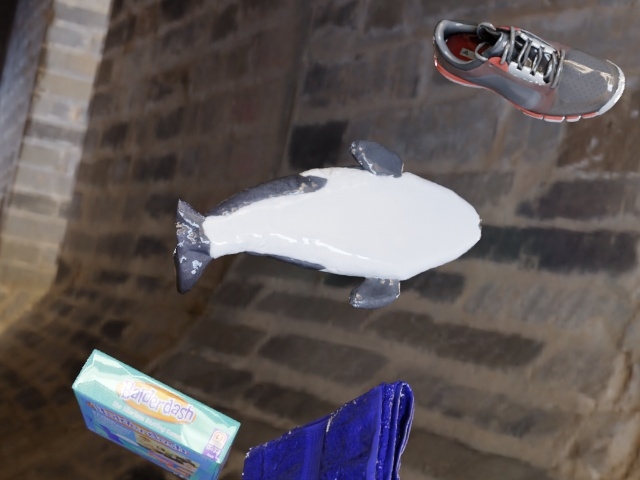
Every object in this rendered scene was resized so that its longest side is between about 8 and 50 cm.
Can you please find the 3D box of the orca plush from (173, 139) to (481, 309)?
[{"bbox_3d":[0.000,0.000,0.971,0.287,0.151,0.102,-18,179,-19],"label":"orca plush"}]

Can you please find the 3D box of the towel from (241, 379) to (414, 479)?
[{"bbox_3d":[-0.009,0.328,1.424,0.076,0.228,0.308,39,127,-21],"label":"towel"}]

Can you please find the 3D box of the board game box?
[{"bbox_3d":[-0.169,0.192,1.077,0.160,0.047,0.210,27,158,1],"label":"board game box"}]

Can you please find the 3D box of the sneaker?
[{"bbox_3d":[0.155,-0.136,0.809,0.157,0.061,0.065,16,174,22],"label":"sneaker"}]
